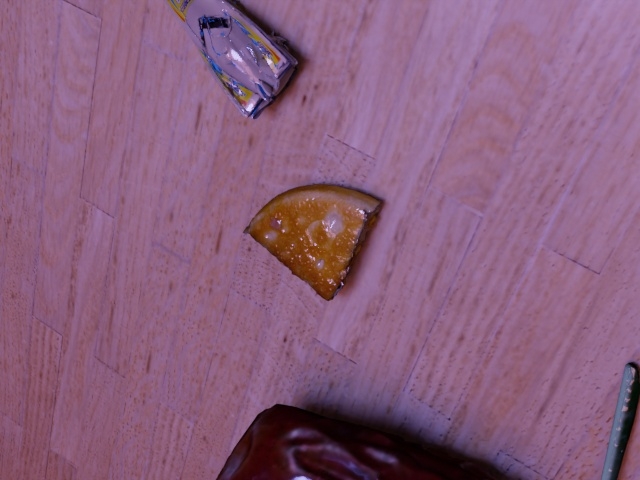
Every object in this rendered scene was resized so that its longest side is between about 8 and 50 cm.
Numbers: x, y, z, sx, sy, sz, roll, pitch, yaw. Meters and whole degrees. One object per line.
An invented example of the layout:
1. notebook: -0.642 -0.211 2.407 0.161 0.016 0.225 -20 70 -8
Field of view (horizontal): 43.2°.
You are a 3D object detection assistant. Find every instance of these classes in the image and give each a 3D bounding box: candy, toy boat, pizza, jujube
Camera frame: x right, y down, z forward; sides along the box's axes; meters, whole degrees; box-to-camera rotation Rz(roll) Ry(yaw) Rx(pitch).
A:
1. candy: 0.286 0.270 0.831 0.097 0.097 0.324 15 110 25
2. toy boat: -0.107 -0.220 0.833 0.210 0.066 0.084 46 126 6
3. pizza: 0.000 0.000 0.886 0.178 0.041 0.131 -23 96 36
4. jujube: 0.043 0.322 0.894 0.376 0.258 0.259 8 116 15
